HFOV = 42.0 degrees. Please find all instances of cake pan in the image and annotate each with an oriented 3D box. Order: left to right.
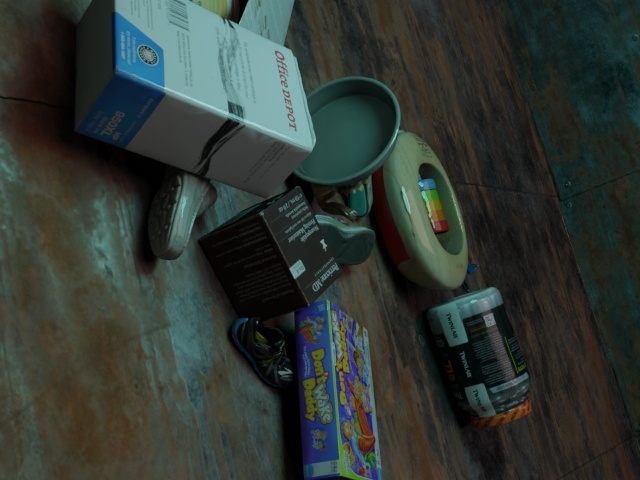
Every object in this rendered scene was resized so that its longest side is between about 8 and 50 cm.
[{"bbox_3d":[0.051,-0.245,1.925,0.054,0.293,0.293,51,33,-54],"label":"cake pan"}]

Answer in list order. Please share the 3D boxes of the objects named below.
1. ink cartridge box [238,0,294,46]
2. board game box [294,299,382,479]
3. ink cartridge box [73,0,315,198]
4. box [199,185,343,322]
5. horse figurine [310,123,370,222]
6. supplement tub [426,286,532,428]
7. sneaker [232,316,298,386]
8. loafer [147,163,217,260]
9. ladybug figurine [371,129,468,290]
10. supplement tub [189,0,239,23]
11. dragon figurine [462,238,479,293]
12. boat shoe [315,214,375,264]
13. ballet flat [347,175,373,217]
[{"bbox_3d":[-0.146,-0.532,1.866,0.308,0.091,0.385,76,23,-63],"label":"ink cartridge box"},{"bbox_3d":[0.037,0.323,1.704,0.233,0.078,0.347,41,40,-58],"label":"board game box"},{"bbox_3d":[-0.228,-0.277,1.514,0.395,0.166,0.285,19,44,-33],"label":"ink cartridge box"},{"bbox_3d":[-0.094,0.030,1.648,0.203,0.167,0.168,63,33,-9],"label":"box"},{"bbox_3d":[0.037,-0.164,1.964,0.066,0.174,0.263,37,50,-49],"label":"horse figurine"},{"bbox_3d":[0.428,0.310,2.213,0.207,0.207,0.338,-12,81,-57],"label":"supplement tub"},{"bbox_3d":[-0.095,0.218,1.621,0.188,0.078,0.067,53,35,-27],"label":"sneaker"},{"bbox_3d":[-0.242,-0.090,1.556,0.111,0.112,0.319,33,45,-30],"label":"loafer"},{"bbox_3d":[0.251,-0.073,2.216,0.305,0.162,0.449,3,70,-54],"label":"ladybug figurine"},{"bbox_3d":[-0.273,-0.478,1.703,0.199,0.144,0.144,-15,84,-57],"label":"supplement tub"},{"bbox_3d":[0.384,0.057,2.407,0.144,0.085,0.289,11,63,-53],"label":"dragon figurine"},{"bbox_3d":[0.002,-0.002,1.882,0.320,0.103,0.118,-3,113,-53],"label":"boat shoe"},{"bbox_3d":[0.096,-0.161,2.079,0.068,0.072,0.213,-59,150,-57],"label":"ballet flat"}]
